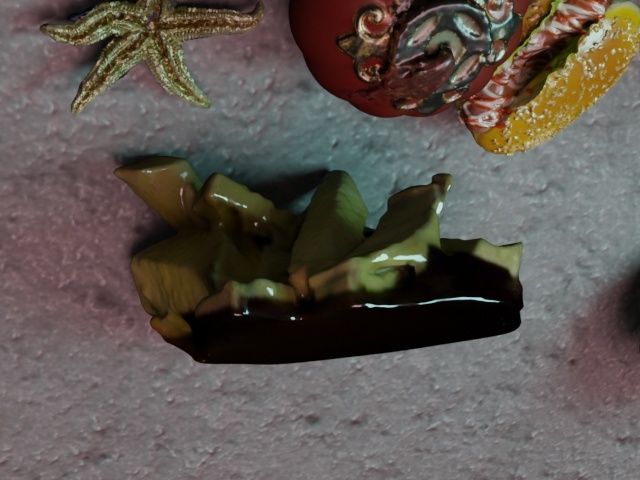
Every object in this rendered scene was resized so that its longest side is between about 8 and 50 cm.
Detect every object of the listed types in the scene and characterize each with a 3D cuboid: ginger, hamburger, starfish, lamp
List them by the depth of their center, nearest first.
[{"bbox_3d":[0.084,-0.215,1.083,0.226,0.227,0.227,-10,130,-12],"label":"lamp"},{"bbox_3d":[-0.150,-0.183,1.127,0.208,0.053,0.176,-24,132,4],"label":"starfish"},{"bbox_3d":[0.000,0.000,1.196,0.413,0.211,0.358,-5,169,-1],"label":"ginger"},{"bbox_3d":[0.230,-0.176,1.212,0.210,0.116,0.173,-47,142,19],"label":"hamburger"}]
